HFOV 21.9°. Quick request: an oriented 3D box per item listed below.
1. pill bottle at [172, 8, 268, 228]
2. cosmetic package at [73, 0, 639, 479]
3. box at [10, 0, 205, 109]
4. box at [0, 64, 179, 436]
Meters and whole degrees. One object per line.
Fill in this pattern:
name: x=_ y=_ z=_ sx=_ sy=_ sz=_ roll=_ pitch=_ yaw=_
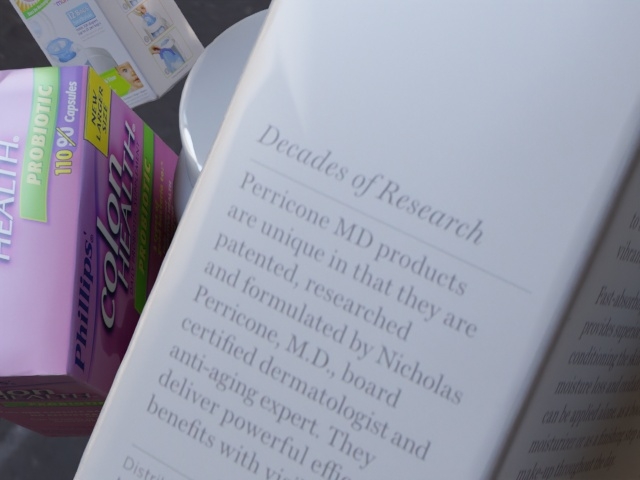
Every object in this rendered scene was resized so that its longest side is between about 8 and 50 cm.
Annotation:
pill bottle: x=0.000 y=0.000 z=1.226 sx=0.204 sy=0.361 sz=0.204 roll=-1 pitch=62 yaw=2
cosmetic package: x=0.076 y=-0.015 z=0.679 sx=0.161 sy=0.230 sz=0.453 roll=27 pitch=97 yaw=25
box: x=-0.234 y=-0.243 z=1.757 sx=0.203 sy=0.114 sz=0.103 roll=58 pitch=43 yaw=-16
box: x=-0.182 y=0.018 z=1.192 sx=0.117 sy=0.243 sz=0.214 roll=-2 pitch=73 yaw=14
